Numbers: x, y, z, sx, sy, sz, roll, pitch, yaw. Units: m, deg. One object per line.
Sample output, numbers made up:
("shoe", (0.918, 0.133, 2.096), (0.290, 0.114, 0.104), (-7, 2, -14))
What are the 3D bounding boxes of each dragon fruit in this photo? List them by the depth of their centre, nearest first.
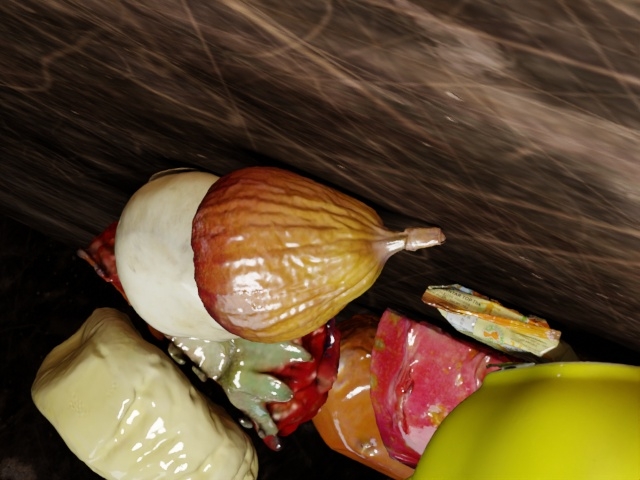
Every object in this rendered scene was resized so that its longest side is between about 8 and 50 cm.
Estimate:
("dragon fruit", (0.163, 0.174, 1.720), (0.261, 0.189, 0.163), (24, -154, -39))

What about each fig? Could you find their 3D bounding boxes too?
("fig", (-0.014, -0.005, 1.093), (0.119, 0.153, 0.119), (41, -153, -26))

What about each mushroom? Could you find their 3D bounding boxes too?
("mushroom", (-0.081, 0.011, 1.325), (0.154, 0.122, 0.154), (22, 135, 23))

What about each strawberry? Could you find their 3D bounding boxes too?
("strawberry", (-0.082, 0.057, 1.599), (0.253, 0.150, 0.280), (45, 176, 0))

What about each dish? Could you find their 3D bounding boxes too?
("dish", (0.185, 0.147, 1.287), (0.221, 0.108, 0.262), (10, 168, -32))

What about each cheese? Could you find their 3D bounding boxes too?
("cheese", (-0.150, 0.160, 1.572), (0.214, 0.117, 0.226), (41, 180, -9))

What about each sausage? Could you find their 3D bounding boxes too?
("sausage", (0.102, 0.179, 1.859), (0.268, 0.153, 0.141), (28, -162, -25))

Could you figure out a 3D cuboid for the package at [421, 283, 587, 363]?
("package", (0.140, 0.067, 1.326), (0.108, 0.031, 0.120), (21, 175, 22))
